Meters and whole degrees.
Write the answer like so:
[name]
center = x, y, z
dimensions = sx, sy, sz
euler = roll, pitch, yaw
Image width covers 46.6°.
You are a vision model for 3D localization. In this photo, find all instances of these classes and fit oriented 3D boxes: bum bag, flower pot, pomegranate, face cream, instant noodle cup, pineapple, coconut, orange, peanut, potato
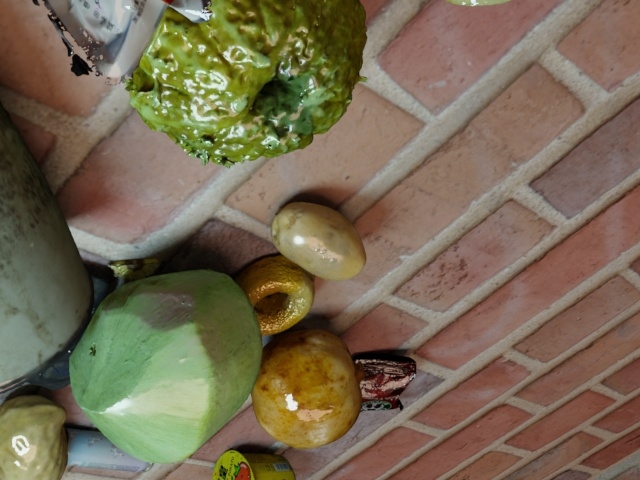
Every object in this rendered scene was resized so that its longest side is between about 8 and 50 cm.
[bum bag]
center = -0.430, 0.148, 1.241
dimensions = 0.137, 0.074, 0.310
euler = 2, 133, -20
[flower pot]
center = -0.454, -0.013, 0.890
dimensions = 0.293, 0.294, 0.330
euler = -11, 135, -10
[pomegranate]
center = -0.021, 0.286, 1.445
dimensions = 0.248, 0.248, 0.248
euler = -11, 139, -10
[face cream]
center = -0.438, 0.445, 1.567
dimensions = 0.229, 0.075, 0.075
euler = 21, 126, -38
[instant noodle cup]
center = -0.151, 0.589, 1.773
dimensions = 0.144, 0.182, 0.182
euler = 7, 134, -40
[pineapple]
center = -0.304, 0.049, 1.221
dimensions = 0.083, 0.019, 0.045
euler = -7, 132, -14
[coconut]
center = -0.249, 0.196, 1.181
dimensions = 0.328, 0.281, 0.328
euler = -26, -177, 1
[orange]
center = -0.079, -0.224, 0.853
dimensions = 0.300, 0.223, 0.301
euler = -11, 139, -18
[peanut]
center = -0.594, 0.429, 1.420
dimensions = 0.192, 0.170, 0.387
euler = 21, 122, -26
[potato]
center = 0.000, 0.000, 1.219
dimensions = 0.178, 0.118, 0.109
euler = 29, 86, -27

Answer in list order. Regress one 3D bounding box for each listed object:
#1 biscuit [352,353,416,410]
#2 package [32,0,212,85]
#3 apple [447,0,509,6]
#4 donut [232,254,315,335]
[biscuit]
center = 0.130, 0.337, 1.681
dimensions = 0.151, 0.063, 0.235
euler = 2, 141, -7
[package]
center = -0.208, -0.289, 0.717
dimensions = 0.194, 0.269, 0.071
euler = -31, 162, 4
[apple]
center = 0.137, -0.373, 0.745
dimensions = 0.279, 0.279, 0.279
euler = -11, 139, -10
[donut]
center = -0.087, 0.104, 1.331
dimensions = 0.162, 0.065, 0.178
euler = 23, 125, -38
